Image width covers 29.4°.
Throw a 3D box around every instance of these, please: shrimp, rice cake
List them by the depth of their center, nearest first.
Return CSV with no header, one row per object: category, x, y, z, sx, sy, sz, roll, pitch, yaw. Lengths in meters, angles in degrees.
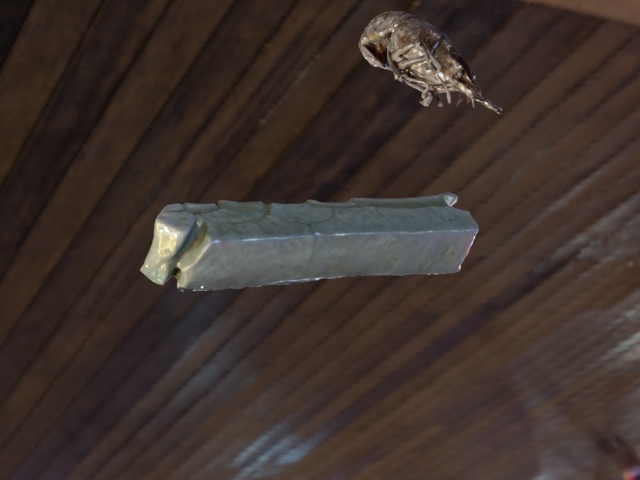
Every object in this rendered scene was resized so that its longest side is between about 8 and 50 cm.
rice cake,0.000,0.000,1.065,0.336,0.063,0.066,-3,129,-38
shrimp,0.097,-0.153,1.087,0.056,0.165,0.065,-2,131,-45
